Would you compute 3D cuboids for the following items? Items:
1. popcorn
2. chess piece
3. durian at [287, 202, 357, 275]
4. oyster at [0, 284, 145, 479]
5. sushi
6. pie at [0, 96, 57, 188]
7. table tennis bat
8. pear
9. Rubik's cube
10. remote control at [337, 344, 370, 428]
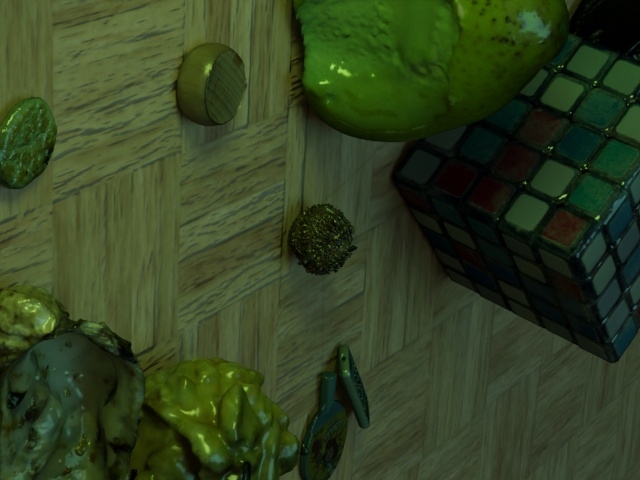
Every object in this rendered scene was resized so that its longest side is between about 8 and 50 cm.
[{"bbox_3d":[-0.124,0.223,1.732,0.189,0.169,0.218,39,65,-59],"label":"popcorn"},{"bbox_3d":[-0.108,-0.155,1.720,0.084,0.038,0.083,-29,126,-52],"label":"chess piece"},{"bbox_3d":[0.000,0.000,1.947,0.091,0.080,0.080,-46,140,-52],"label":"durian"},{"bbox_3d":[-0.252,0.167,1.585,0.166,0.094,0.294,-7,121,-41],"label":"oyster"},{"bbox_3d":[0.482,-0.250,2.552,0.215,0.212,0.227,-58,146,-27],"label":"sushi"},{"bbox_3d":[-0.259,-0.083,1.504,0.085,0.017,0.085,-38,136,-49],"label":"pie"},{"bbox_3d":[0.006,0.233,2.129,0.100,0.019,0.155,-28,129,-53],"label":"table tennis bat"},{"bbox_3d":[0.127,-0.218,1.861,0.176,0.282,0.286,-55,146,-48],"label":"pear"},{"bbox_3d":[0.313,-0.068,2.210,0.292,0.287,0.293,-54,146,-12],"label":"Rubik's cube"},{"bbox_3d":[0.042,0.183,2.152,0.124,0.018,0.053,70,11,-46],"label":"remote control"}]
